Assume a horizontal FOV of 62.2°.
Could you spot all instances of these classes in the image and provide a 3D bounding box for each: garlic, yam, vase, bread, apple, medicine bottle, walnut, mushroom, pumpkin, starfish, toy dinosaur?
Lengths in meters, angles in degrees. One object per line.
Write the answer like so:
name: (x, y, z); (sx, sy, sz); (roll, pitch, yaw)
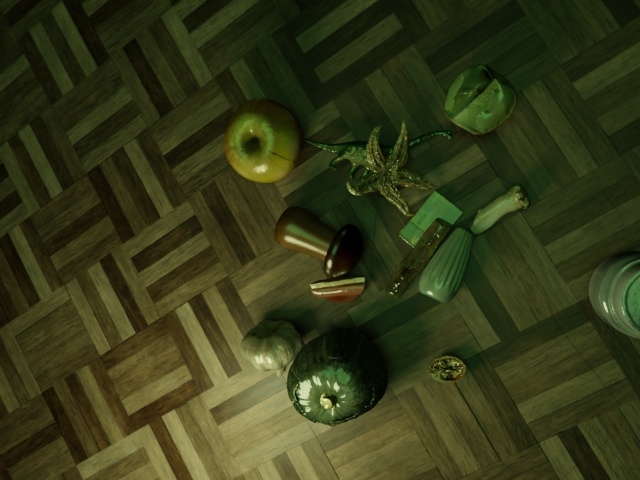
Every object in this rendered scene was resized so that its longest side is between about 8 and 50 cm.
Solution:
garlic: (-0.155, 0.397, 1.864); (0.218, 0.218, 0.212); (-7, 118, 16)
yam: (0.317, 0.060, 1.743); (0.067, 0.071, 0.317); (24, 112, -20)
vase: (0.415, 0.076, 1.717); (0.128, 0.128, 0.248); (26, 89, 14)
bread: (0.069, 0.166, 1.825); (0.192, 0.119, 0.067); (-5, 59, 14)
apple: (-0.191, -0.338, 1.822); (0.286, 0.233, 0.286); (1, 95, 15)
medicine bottle: (0.906, 0.154, 1.480); (0.245, 0.306, 0.245); (0, 91, 16)
walnut: (0.420, 0.420, 1.752); (0.121, 0.052, 0.091); (-8, 90, 18)
apple: (0.498, -0.436, 1.660); (0.207, 0.174, 0.188); (43, 121, 9)
mushroom: (0.570, -0.094, 1.698); (0.209, 0.071, 0.084); (-36, 111, 16)
pumpkin: (0.050, 0.458, 1.755); (0.291, 0.257, 0.327); (44, 112, -6)
starfish: (0.240, -0.221, 1.733); (0.302, 0.060, 0.299); (42, 86, -17)
toy dinosaur: (0.181, -0.337, 1.793); (0.447, 0.087, 0.301); (30, 99, 7)

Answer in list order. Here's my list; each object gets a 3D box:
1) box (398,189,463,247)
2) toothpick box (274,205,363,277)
box: (0.367, -0.055, 1.773); (0.121, 0.030, 0.193); (40, 100, 12)
toothpick box: (0.000, 0.000, 1.802); (0.294, 0.192, 0.192); (27, 98, 20)
